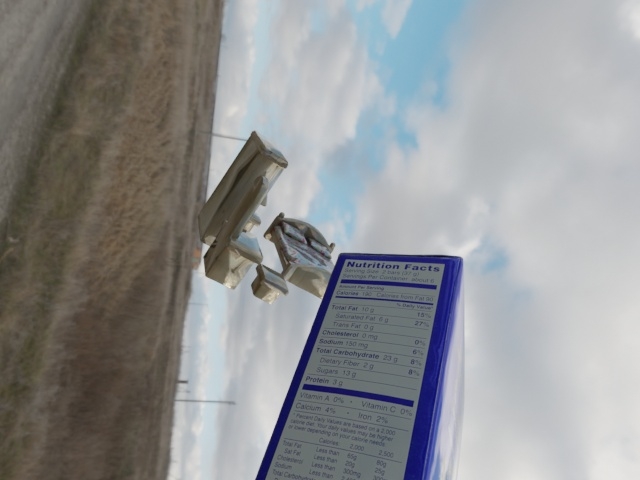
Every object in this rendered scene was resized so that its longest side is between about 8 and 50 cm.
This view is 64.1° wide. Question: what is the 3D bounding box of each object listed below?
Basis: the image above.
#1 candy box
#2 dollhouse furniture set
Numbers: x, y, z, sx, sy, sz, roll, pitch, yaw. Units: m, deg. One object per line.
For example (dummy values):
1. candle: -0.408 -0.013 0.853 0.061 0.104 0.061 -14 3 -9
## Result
1. candy box: 0.048 0.211 0.428 0.268 0.122 0.317 74 29 -42
2. dollhouse furniture set: 0.000 0.000 0.841 0.174 0.355 0.303 -54 -154 13
